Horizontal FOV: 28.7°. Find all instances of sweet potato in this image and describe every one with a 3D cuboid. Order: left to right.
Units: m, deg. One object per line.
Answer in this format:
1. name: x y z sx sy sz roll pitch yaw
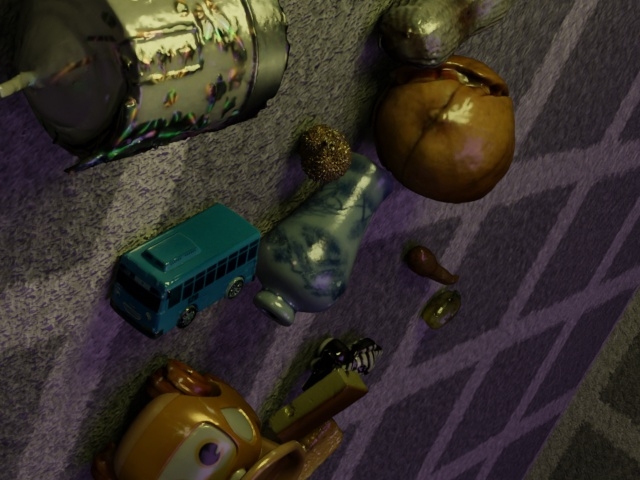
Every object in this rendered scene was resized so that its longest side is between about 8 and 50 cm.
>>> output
1. sweet potato: 0.200 0.049 2.261 0.050 0.050 0.214 -54 154 2

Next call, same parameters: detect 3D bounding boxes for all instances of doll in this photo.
1. doll: 0.039 0.211 2.179 0.091 0.067 0.219 -58 156 19

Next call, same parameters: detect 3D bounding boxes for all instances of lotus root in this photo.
1. lotus root: 0.240 0.131 2.441 0.099 0.054 0.049 -42 174 -20

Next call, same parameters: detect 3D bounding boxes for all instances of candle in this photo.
1. candle: -0.186 -0.166 1.147 0.330 0.187 0.187 -23 142 -44

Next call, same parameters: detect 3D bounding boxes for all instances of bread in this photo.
1. bread: -0.054 0.385 2.225 0.211 0.083 0.114 -46 152 -13
2. bread: -0.029 0.294 2.111 0.226 0.049 0.088 -36 156 17

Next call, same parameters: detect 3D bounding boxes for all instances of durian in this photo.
1. durian: 0.006 -0.116 1.670 0.080 0.080 0.091 -48 177 -10

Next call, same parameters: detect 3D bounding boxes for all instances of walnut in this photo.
1. walnut: 0.186 -0.148 1.808 0.209 0.209 0.336 -52 160 -1

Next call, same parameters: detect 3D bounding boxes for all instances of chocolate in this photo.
1. chocolate: 0.177 -0.311 1.683 0.248 0.110 0.110 -41 153 -29

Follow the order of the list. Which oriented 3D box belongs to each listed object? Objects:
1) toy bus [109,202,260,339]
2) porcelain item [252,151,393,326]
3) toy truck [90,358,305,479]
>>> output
1. toy bus: -0.167 0.035 1.561 0.184 0.090 0.106 -32 148 -42
2. porcelain item: 0.000 0.000 1.766 0.259 0.141 0.141 -56 157 -16
3. toy truck: -0.166 0.310 1.783 0.204 0.211 0.288 -54 159 0
